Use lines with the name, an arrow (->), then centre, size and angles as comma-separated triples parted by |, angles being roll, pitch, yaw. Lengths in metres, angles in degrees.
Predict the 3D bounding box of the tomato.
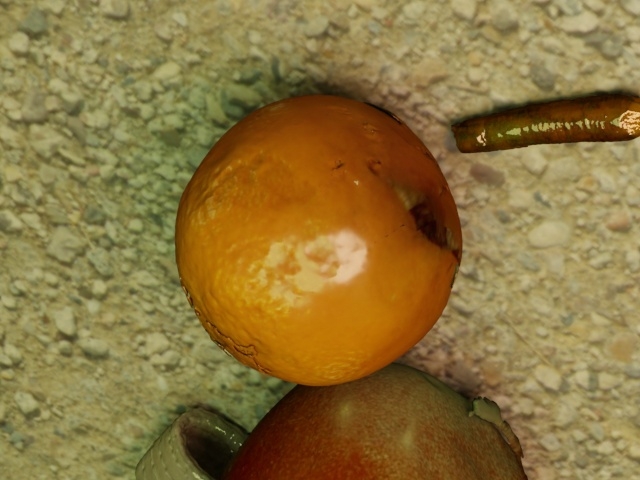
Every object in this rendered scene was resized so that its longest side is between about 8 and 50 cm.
tomato -> 0.057, 0.245, 1.561 | 0.303, 0.239, 0.303 | 12, 149, 8

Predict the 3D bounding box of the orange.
orange -> 0.000, 0.000, 1.459 | 0.246, 0.246, 0.246 | 7, 119, 13

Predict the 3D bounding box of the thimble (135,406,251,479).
thimble -> -0.116, 0.234, 1.702 | 0.115, 0.102, 0.090 | 51, 125, 21

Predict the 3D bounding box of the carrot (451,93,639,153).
carrot -> 0.194, -0.096, 1.464 | 0.170, 0.042, 0.042 | -7, 115, 22
